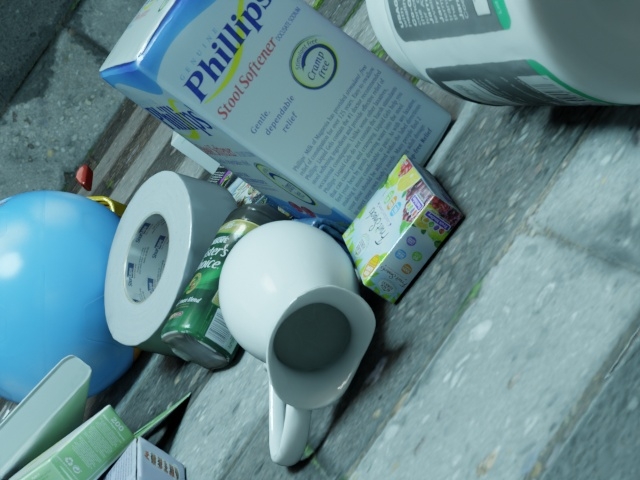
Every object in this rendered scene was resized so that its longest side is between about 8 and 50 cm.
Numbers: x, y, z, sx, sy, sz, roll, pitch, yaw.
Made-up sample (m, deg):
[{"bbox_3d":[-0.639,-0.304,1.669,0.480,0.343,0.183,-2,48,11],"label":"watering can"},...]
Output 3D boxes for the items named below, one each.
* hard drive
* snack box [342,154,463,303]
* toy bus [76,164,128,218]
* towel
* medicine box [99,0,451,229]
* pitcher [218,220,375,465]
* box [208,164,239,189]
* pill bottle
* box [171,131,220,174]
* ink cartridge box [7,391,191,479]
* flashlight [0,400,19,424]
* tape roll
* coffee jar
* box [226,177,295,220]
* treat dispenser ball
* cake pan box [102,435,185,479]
[{"bbox_3d":[-0.358,0.275,1.705,0.203,0.040,0.307,-49,-9,-30],"label":"hard drive"},{"bbox_3d":[0.071,-0.013,1.290,0.100,0.037,0.141,-54,16,10],"label":"snack box"},{"bbox_3d":[-0.349,-0.016,2.396,0.104,0.191,0.202,-2,38,13],"label":"toy bus"},{"bbox_3d":[0.000,0.000,1.416,0.029,0.067,0.119,-60,16,-11],"label":"towel"},{"bbox_3d":[-0.056,-0.149,1.471,0.149,0.289,0.263,-57,16,-6],"label":"medicine box"},{"bbox_3d":[-0.028,0.084,1.264,0.207,0.126,0.177,-121,46,-67],"label":"pitcher"},{"bbox_3d":[-0.146,-0.060,2.038,0.162,0.029,0.116,-58,17,-6],"label":"box"},{"bbox_3d":[0.167,-0.204,1.095,0.204,0.204,0.361,-56,17,-4],"label":"pill bottle"},{"bbox_3d":[-0.153,-0.165,2.134,0.101,0.102,0.087,-48,19,19],"label":"box"},{"bbox_3d":[-0.263,0.235,1.560,0.171,0.056,0.235,-36,4,33],"label":"ink cartridge box"},{"bbox_3d":[-0.459,0.369,1.954,0.304,0.103,0.103,-62,-11,-18],"label":"flashlight"},{"bbox_3d":[-0.181,0.029,1.733,0.219,0.072,0.219,-32,50,49],"label":"tape roll"},{"bbox_3d":[-0.098,0.047,1.587,0.096,0.079,0.184,-24,34,61],"label":"coffee jar"},{"bbox_3d":[-0.095,-0.027,1.791,0.233,0.044,0.159,-40,22,43],"label":"box"},{"bbox_3d":[-0.362,0.077,1.913,0.288,0.288,0.288,-49,17,20],"label":"treat dispenser ball"},{"bbox_3d":[-0.220,0.344,1.364,0.245,0.070,0.267,-55,15,9],"label":"cake pan box"}]
